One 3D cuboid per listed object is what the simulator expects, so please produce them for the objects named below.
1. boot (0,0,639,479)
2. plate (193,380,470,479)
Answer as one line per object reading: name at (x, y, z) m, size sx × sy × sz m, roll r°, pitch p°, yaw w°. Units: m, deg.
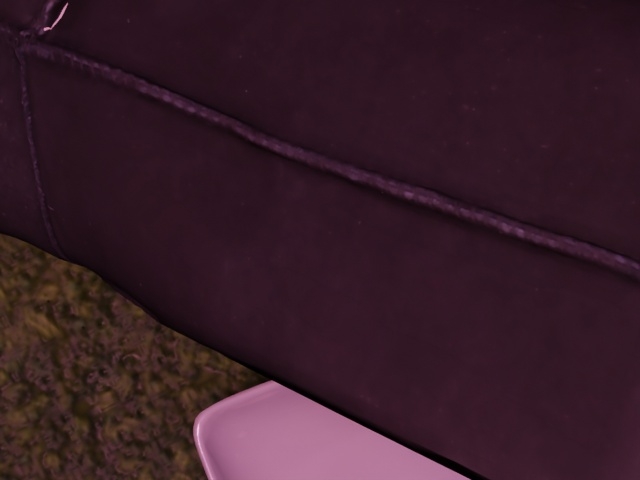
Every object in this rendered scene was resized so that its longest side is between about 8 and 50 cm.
boot at (0.034, -0.111, 0.673) m, size 0.146 × 0.445 × 0.367 m, roll 9°, pitch 103°, yaw -57°
plate at (0.101, 0.169, 0.868) m, size 0.278 × 0.045 × 0.277 m, roll -21°, pitch 90°, yaw -17°
